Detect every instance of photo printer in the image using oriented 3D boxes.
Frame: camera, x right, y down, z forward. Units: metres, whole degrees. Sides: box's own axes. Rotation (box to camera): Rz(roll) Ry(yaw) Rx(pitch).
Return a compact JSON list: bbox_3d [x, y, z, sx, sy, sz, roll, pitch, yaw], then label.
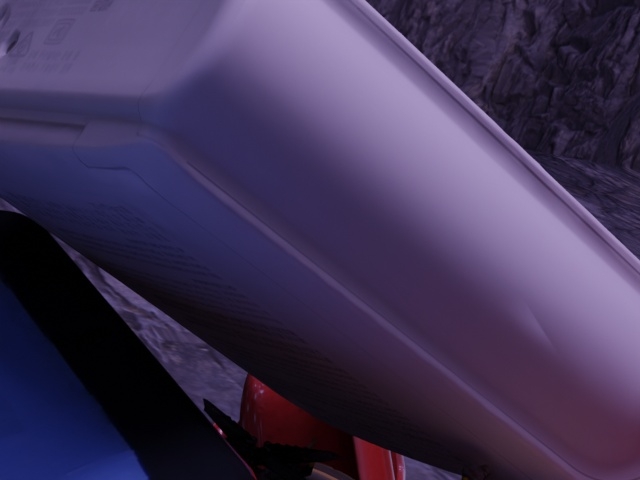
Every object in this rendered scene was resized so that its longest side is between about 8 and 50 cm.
[{"bbox_3d":[0.000,0.000,0.665,0.307,0.107,0.256,39,-16,-31],"label":"photo printer"}]

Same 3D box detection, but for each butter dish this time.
[{"bbox_3d":[-0.012,0.124,0.979,0.118,0.160,0.160,-7,12,6],"label":"butter dish"}]

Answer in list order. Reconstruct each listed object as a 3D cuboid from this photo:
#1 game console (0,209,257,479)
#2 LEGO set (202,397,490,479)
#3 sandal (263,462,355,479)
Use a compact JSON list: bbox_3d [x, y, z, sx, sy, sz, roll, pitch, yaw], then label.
[{"bbox_3d":[-0.221,0.113,0.578,0.342,0.060,0.386,-21,26,-18],"label":"game console"},{"bbox_3d":[-0.023,0.165,0.615,0.255,0.192,0.331,4,17,-41],"label":"LEGO set"},{"bbox_3d":[0.020,0.194,0.845,0.060,0.090,0.219,-21,40,-33],"label":"sandal"}]
